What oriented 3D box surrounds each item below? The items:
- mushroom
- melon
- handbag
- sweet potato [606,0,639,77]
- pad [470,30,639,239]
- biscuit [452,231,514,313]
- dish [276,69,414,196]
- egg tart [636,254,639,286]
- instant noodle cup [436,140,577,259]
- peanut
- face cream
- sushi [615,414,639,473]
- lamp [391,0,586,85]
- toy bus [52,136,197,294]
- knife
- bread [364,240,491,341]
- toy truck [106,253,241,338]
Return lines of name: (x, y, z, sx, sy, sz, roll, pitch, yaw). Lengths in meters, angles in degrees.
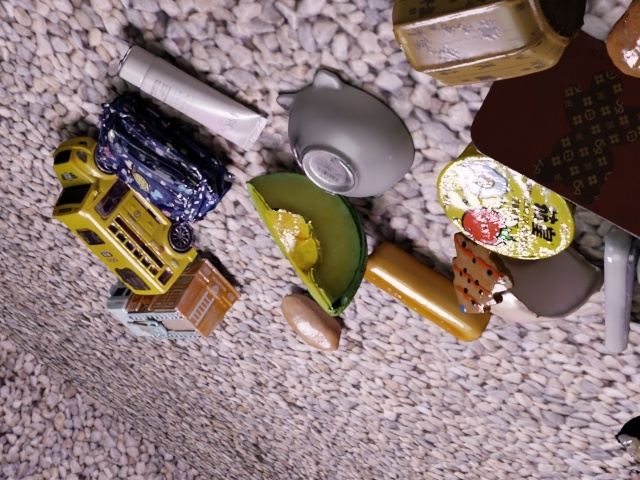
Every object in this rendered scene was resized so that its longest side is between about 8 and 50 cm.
mushroom: (0.260, 0.047, 1.327, 0.236, 0.162, 0.173, 41, 146, -12)
melon: (0.000, 0.000, 1.514, 0.265, 0.129, 0.169, 54, 170, 16)
handbag: (-0.281, -0.139, 1.574, 0.260, 0.113, 0.162, 37, 142, 4)
sweet potato: (0.377, -0.254, 0.882, 0.097, 0.097, 0.252, 33, 144, -3)
pad: (0.320, -0.127, 1.036, 0.267, 0.181, 0.004, 28, 180, 3)
biscuit: (0.214, 0.054, 1.246, 0.119, 0.019, 0.130, 47, 142, 40)
dish: (0.021, -0.127, 1.356, 0.236, 0.086, 0.227, 46, 146, -23)
egg tart: (0.532, 0.067, 1.191, 0.234, 0.094, 0.234, 20, 145, 15)
instant noodle cup: (0.258, -0.089, 1.154, 0.182, 0.144, 0.182, 23, 149, 15)
peanut: (-0.018, 0.163, 1.813, 0.152, 0.076, 0.076, 44, 147, -11)
face cream: (-0.204, -0.227, 1.442, 0.243, 0.058, 0.092, 29, 145, -9)
sushi: (0.610, 0.327, 1.416, 0.225, 0.218, 0.238, 53, -167, 33)
lamp: (0.180, -0.253, 0.978, 0.185, 0.161, 0.161, -5, 134, 45)
toy bus: (-0.399, -0.045, 1.768, 0.145, 0.151, 0.331, -3, 136, 46)
knife: (0.431, 0.070, 1.303, 0.040, 0.073, 0.266, 6, 144, 21)
bread: (0.176, 0.082, 1.531, 0.239, 0.074, 0.092, 33, 165, 0)
toy truck: (-0.330, 0.131, 1.945, 0.305, 0.162, 0.136, -5, 134, 44)
